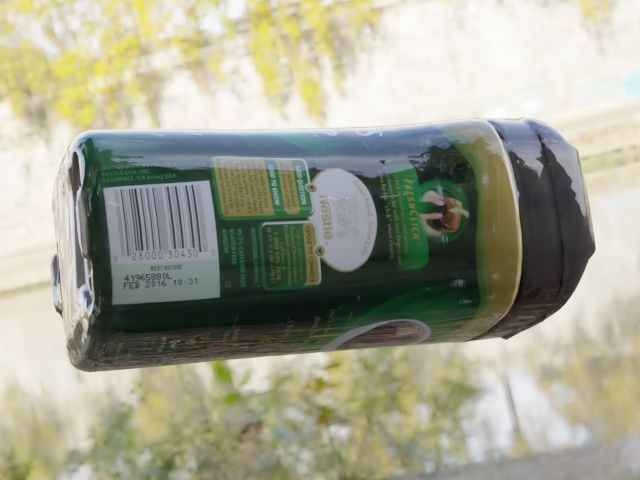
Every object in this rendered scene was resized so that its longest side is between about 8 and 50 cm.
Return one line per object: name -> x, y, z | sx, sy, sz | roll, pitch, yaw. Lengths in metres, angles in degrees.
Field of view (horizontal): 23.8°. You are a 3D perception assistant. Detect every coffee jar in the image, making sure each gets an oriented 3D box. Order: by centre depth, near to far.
coffee jar -> 0.000, 0.000, 0.543 | 0.184, 0.079, 0.096 | -3, -14, -17
